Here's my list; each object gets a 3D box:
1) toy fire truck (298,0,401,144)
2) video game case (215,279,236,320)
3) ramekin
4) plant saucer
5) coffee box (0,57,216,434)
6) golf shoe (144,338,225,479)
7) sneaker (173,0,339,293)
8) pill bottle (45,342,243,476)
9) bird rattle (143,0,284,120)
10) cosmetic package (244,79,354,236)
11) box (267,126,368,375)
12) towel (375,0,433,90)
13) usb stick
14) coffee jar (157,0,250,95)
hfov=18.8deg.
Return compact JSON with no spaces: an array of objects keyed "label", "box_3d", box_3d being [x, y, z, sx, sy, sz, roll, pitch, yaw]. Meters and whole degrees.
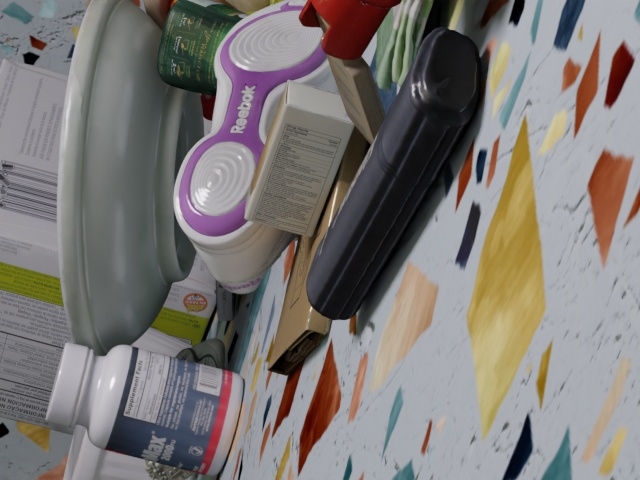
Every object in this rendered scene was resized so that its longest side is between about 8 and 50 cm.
[{"label":"toy fire truck","box_3d":[0.022,-0.197,1.277,0.246,0.158,0.217,-58,36,31]},{"label":"video game case","box_3d":[-0.104,-0.033,2.178,0.190,0.022,0.173,-88,-2,-57]},{"label":"ramekin","box_3d":[-0.225,0.230,2.314,0.273,0.127,0.273,-164,90,-81]},{"label":"plant saucer","box_3d":[-0.185,-0.064,2.025,0.400,0.100,0.400,3,-90,-84]},{"label":"coffee box","box_3d":[-0.315,0.025,2.549,0.337,0.338,0.334,-83,11,-48]},{"label":"golf shoe","box_3d":[-0.138,0.186,2.103,0.176,0.069,0.086,-68,-10,25]},{"label":"sneaker","box_3d":[-0.046,-0.091,1.740,0.152,0.114,0.305,74,-145,-53]},{"label":"pill bottle","box_3d":[-0.176,0.162,1.914,0.108,0.180,0.108,-165,90,-82]},{"label":"bird rattle","box_3d":[-0.095,-0.231,2.083,0.143,0.207,0.253,-58,11,-22]},{"label":"cosmetic package","box_3d":[-0.017,-0.064,1.532,0.041,0.060,0.115,-88,18,-56]},{"label":"box","box_3d":[0.000,0.000,1.591,0.164,0.021,0.201,128,155,-70]},{"label":"towel","box_3d":[0.100,-0.288,1.398,0.248,0.038,0.325,-87,13,-61]},{"label":"usb stick","box_3d":[0.044,-0.037,1.271,0.278,0.045,0.077,117,165,-56]},{"label":"coffee jar","box_3d":[-0.070,-0.177,1.890,0.184,0.079,0.096,21,100,39]}]
